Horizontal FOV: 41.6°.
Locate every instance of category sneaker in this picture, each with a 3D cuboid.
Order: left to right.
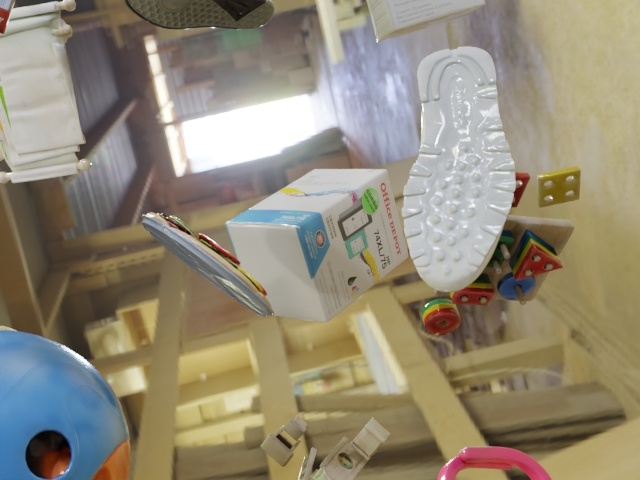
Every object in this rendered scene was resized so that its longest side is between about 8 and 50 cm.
[{"bbox_3d":[-0.188,-0.377,1.168,0.086,0.226,0.163,-43,62,42],"label":"sneaker"},{"bbox_3d":[0.123,-0.054,0.727,0.094,0.090,0.235,73,-156,-58],"label":"sneaker"}]

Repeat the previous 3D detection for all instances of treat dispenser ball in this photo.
[{"bbox_3d":[-0.354,0.241,0.913,0.288,0.288,0.288,167,90,-88],"label":"treat dispenser ball"}]

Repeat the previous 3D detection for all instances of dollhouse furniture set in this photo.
[{"bbox_3d":[-0.007,0.354,1.432,0.161,0.182,0.101,39,-148,10],"label":"dollhouse furniture set"}]

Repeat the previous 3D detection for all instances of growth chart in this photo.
[{"bbox_3d":[-0.378,-0.188,1.090,0.021,0.172,0.237,-42,-48,-64],"label":"growth chart"}]

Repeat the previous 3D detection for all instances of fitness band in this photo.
[{"bbox_3d":[0.343,0.496,1.588,0.054,0.291,0.209,-47,44,40],"label":"fitness band"}]

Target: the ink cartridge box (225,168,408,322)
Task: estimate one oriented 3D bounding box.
[{"bbox_3d":[0.000,0.000,1.619,0.197,0.270,0.198,3,118,42],"label":"ink cartridge box"}]

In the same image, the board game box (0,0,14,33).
[{"bbox_3d":[-0.365,-0.296,0.832,0.027,0.145,0.281,-59,26,29],"label":"board game box"}]

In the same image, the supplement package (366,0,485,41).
[{"bbox_3d":[0.121,-0.423,1.185,0.134,0.139,0.244,-136,29,-81],"label":"supplement package"}]

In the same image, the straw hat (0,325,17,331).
[{"bbox_3d":[-0.429,0.188,1.099,0.061,0.145,0.144,-15,-88,-68],"label":"straw hat"}]

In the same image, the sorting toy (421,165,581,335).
[{"bbox_3d":[0.221,0.027,0.988,0.046,0.132,0.274,-100,20,-44],"label":"sorting toy"}]

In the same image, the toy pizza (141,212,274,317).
[{"bbox_3d":[-0.133,0.025,1.033,0.201,0.032,0.201,35,169,8],"label":"toy pizza"}]
